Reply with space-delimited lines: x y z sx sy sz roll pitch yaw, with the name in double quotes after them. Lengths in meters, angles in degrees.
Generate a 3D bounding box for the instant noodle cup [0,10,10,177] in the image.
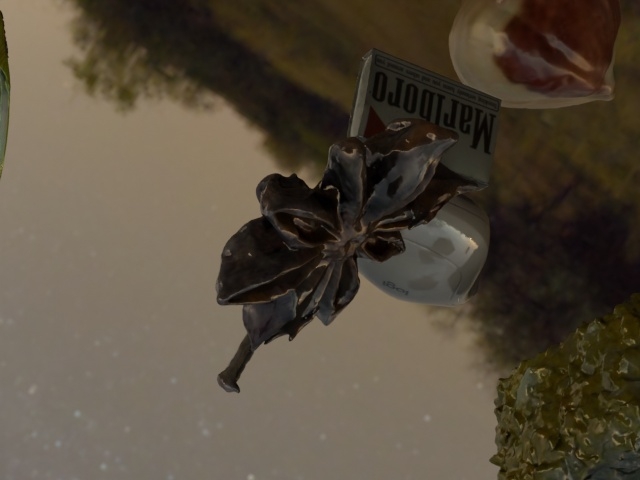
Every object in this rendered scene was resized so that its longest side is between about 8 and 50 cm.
-0.478 -0.130 1.437 0.222 0.311 0.311 4 -159 -35 "instant noodle cup"

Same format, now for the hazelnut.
0.292 -0.268 1.822 0.241 0.261 0.261 29 -176 3 "hazelnut"

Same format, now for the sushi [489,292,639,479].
0.434 0.268 1.703 0.397 0.351 0.240 32 -144 -19 "sushi"

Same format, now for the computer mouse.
0.113 0.018 1.662 0.184 0.121 0.297 22 164 1 "computer mouse"

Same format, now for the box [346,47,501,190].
0.122 -0.137 1.588 0.177 0.115 0.036 18 160 -22 "box"

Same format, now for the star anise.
0.000 0.000 1.028 0.081 0.262 0.230 48 -164 18 "star anise"
